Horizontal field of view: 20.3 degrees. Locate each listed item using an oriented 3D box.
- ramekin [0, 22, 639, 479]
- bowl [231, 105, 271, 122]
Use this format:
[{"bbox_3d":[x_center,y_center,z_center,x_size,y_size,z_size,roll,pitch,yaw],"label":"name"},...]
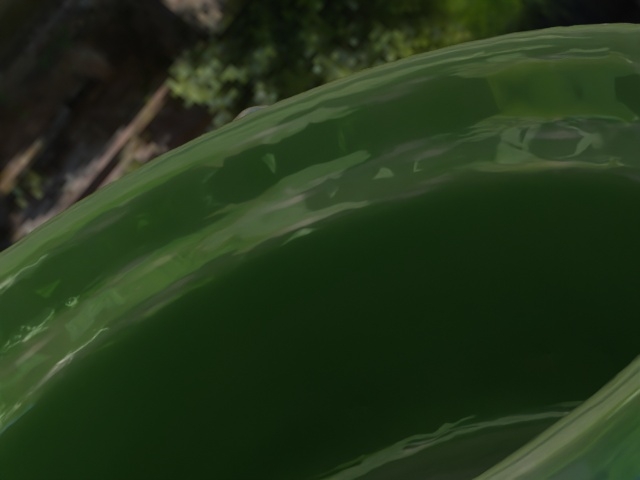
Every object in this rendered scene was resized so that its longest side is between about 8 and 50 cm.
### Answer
[{"bbox_3d":[0.012,0.074,0.508,0.303,0.148,0.303,-22,-158,9],"label":"ramekin"},{"bbox_3d":[0.000,0.000,0.986,0.053,0.142,0.142,-32,156,36],"label":"bowl"}]
